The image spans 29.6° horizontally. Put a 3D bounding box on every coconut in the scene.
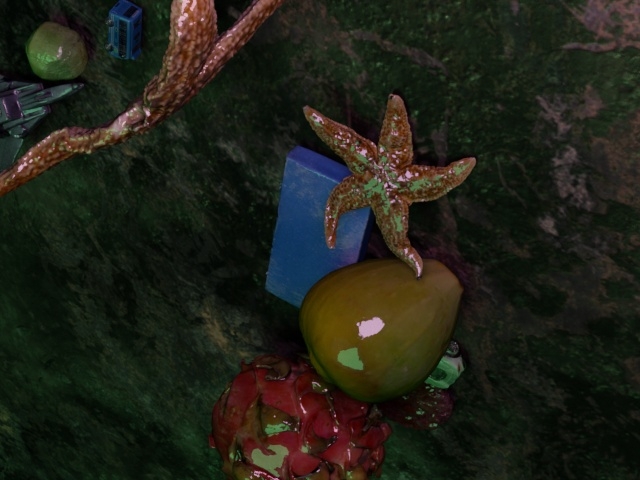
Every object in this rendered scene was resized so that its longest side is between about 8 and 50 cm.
[{"bbox_3d":[-0.389,-0.275,1.766,0.096,0.088,0.088,16,138,17],"label":"coconut"}]

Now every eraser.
[{"bbox_3d":[0.000,0.000,1.782,0.144,0.042,0.312,26,142,12],"label":"eraser"}]

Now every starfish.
[{"bbox_3d":[-0.189,-0.218,1.422,0.132,0.384,0.398,43,141,-5],"label":"starfish"},{"bbox_3d":[0.086,-0.080,1.589,0.236,0.062,0.277,-29,99,26],"label":"starfish"}]

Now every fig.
[{"bbox_3d":[0.090,0.124,1.709,0.207,0.230,0.207,164,90,-74],"label":"fig"}]

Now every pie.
[{"bbox_3d":[0.143,0.247,1.936,0.154,0.036,0.154,21,139,20],"label":"pie"}]

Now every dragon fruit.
[{"bbox_3d":[-0.028,0.319,1.951,0.291,0.269,0.250,16,165,38],"label":"dragon fruit"}]

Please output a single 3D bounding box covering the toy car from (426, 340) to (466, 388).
[{"bbox_3d":[0.131,0.161,1.837,0.186,0.058,0.093,34,144,3],"label":"toy car"}]

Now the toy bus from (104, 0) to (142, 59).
[{"bbox_3d":[-0.274,-0.293,1.692,0.046,0.038,0.083,25,142,10],"label":"toy bus"}]

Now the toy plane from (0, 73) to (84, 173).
[{"bbox_3d":[-0.476,-0.209,1.896,0.267,0.088,0.212,-10,100,41],"label":"toy plane"}]
